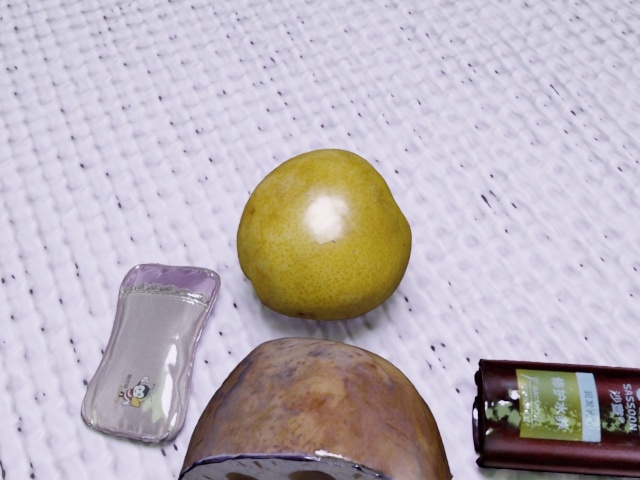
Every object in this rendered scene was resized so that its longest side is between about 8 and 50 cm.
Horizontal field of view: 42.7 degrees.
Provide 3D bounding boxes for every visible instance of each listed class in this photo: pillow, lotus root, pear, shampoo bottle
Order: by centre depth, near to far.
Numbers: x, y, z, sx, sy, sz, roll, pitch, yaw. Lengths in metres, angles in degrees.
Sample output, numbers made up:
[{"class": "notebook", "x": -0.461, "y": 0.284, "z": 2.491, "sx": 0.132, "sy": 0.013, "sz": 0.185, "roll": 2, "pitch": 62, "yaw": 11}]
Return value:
[{"class": "lotus root", "x": 0.007, "y": 0.201, "z": 0.816, "sx": 0.272, "sy": 0.272, "sz": 0.192, "roll": 10, "pitch": 45, "yaw": 7}, {"class": "shampoo bottle", "x": 0.336, "y": 0.201, "z": 0.908, "sx": 0.323, "sy": 0.084, "sz": 0.129, "roll": 4, "pitch": 59, "yaw": 2}, {"class": "pear", "x": 0.000, "y": 0.000, "z": 0.972, "sx": 0.208, "sy": 0.209, "sz": 0.209, "roll": 0, "pitch": 56, "yaw": 0}, {"class": "pillow", "x": -0.203, "y": 0.126, "z": 0.984, "sx": 0.130, "sy": 0.038, "sz": 0.233, "roll": 8, "pitch": 58, "yaw": 9}]
